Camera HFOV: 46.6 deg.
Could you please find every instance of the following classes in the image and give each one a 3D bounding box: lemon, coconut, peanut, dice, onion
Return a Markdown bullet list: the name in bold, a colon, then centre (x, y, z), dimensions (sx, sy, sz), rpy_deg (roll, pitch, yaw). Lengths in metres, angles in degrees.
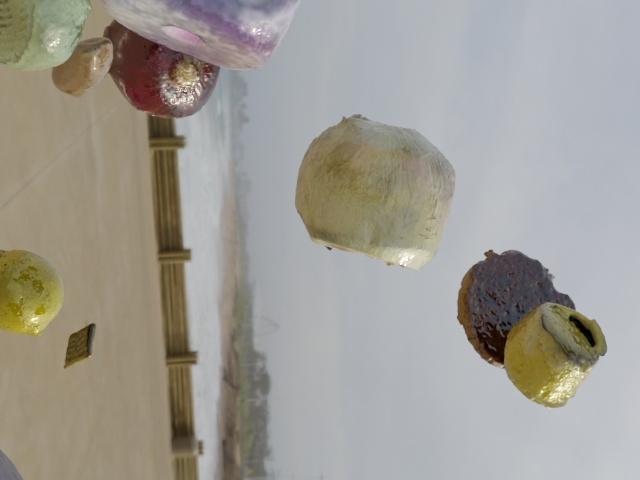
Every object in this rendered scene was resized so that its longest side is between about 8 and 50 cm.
- **lemon**: centre (-0.647, 0.108, 1.600), dimensions (0.206, 0.173, 0.173), rpy_deg (56, 5, -21)
- **coconut**: centre (0.099, -0.093, 1.368), dimensions (0.297, 0.297, 0.254), rpy_deg (163, -57, -83)
- **peanut**: centre (-0.372, -0.275, 1.171), dimensions (0.152, 0.076, 0.076), rpy_deg (-26, -117, 47)
- **dice**: centre (-0.163, -0.431, 1.121), dimensions (0.270, 0.270, 0.271), rpy_deg (-171, -79, -73)
- **onion**: centre (-0.344, -0.363, 1.562), dimensions (0.216, 0.206, 0.207), rpy_deg (44, -55, 45)

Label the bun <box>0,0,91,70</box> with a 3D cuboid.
- **bun**: centre (-0.375, -0.318, 0.975), dimensions (0.195, 0.118, 0.195), rpy_deg (16, -66, 39)

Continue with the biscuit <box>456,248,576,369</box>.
- **biscuit**: centre (0.459, 0.171, 1.756), dimensions (0.081, 0.334, 0.289), rpy_deg (-28, -135, 60)

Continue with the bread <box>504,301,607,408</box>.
- **bread**: centre (0.490, 0.239, 1.575), dimensions (0.170, 0.197, 0.197), rpy_deg (120, -29, -44)

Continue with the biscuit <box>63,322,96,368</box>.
- **biscuit**: centre (-0.498, 0.219, 1.543), dimensions (0.018, 0.081, 0.083), rpy_deg (40, 33, -40)

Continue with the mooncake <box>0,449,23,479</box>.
- **mooncake**: centre (-0.559, 0.475, 1.194), dimensions (0.326, 0.174, 0.334), rpy_deg (117, -46, -77)

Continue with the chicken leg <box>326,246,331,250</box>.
- **chicken leg**: centre (-0.002, -0.001, 1.782), dimensions (0.021, 0.036, 0.083), rpy_deg (-59, 141, -9)
